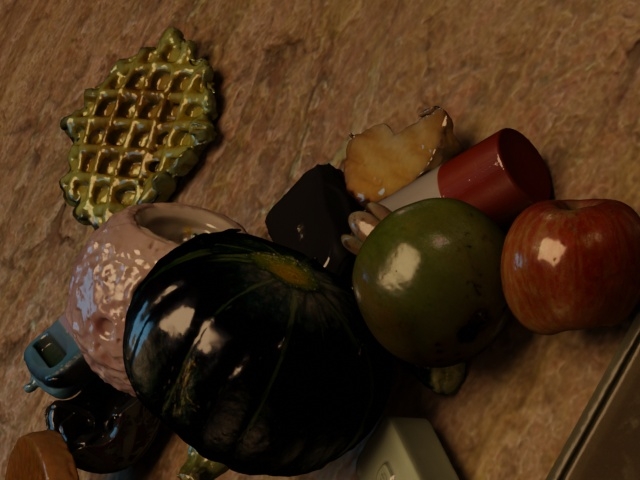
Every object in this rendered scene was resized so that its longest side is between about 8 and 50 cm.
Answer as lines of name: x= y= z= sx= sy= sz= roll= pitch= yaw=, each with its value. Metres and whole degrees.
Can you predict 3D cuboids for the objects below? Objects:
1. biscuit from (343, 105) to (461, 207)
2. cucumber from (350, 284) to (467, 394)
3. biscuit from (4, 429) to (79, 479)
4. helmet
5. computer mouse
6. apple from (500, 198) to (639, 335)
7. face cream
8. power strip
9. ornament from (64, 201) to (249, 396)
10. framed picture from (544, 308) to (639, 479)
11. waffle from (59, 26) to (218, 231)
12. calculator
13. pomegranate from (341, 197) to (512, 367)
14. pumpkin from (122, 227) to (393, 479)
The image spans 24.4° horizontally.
biscuit: x=0.095 y=-0.086 z=1.753 sx=0.183 sy=0.061 sz=0.118 roll=-6 pitch=66 yaw=50
cucumber: x=0.095 y=0.106 z=1.643 sx=0.058 sy=0.058 sz=0.187 roll=-55 pitch=40 yaw=9
biscuit: x=-0.346 y=0.443 z=1.847 sx=0.365 sy=0.062 sz=0.385 roll=-144 pitch=62 yaw=-62
helmet: x=-0.267 y=0.237 z=1.948 sx=0.177 sy=0.107 sz=0.153 roll=-42 pitch=29 yaw=-6
computer mouse: x=0.000 y=0.000 z=1.801 sx=0.122 sy=0.073 sz=0.217 roll=-42 pitch=35 yaw=21
apple: x=0.247 y=0.026 z=1.438 sx=0.146 sy=0.146 sz=0.131 roll=5 pitch=99 yaw=51
face cream: x=0.143 y=-0.035 z=1.636 sx=0.214 sy=0.096 sz=0.096 roll=-31 pitch=47 yaw=34
power strip: x=0.123 y=0.315 z=1.462 sx=0.091 sy=0.062 sz=0.385 roll=-62 pitch=34 yaw=28
ornament: x=-0.183 y=0.082 z=1.822 sx=0.259 sy=0.259 sz=0.225 roll=42 pitch=123 yaw=52
framed picture: x=0.371 y=0.242 z=1.259 sx=0.446 sy=0.028 sz=0.326 roll=33 pitch=95 yaw=53
waffle: x=-0.270 y=-0.159 z=2.216 sx=0.317 sy=0.073 sz=0.297 roll=-40 pitch=48 yaw=17
calculator: x=-0.288 y=0.106 z=2.009 sx=0.293 sy=0.051 sz=0.173 roll=-42 pitch=25 yaw=-10
pomegranate: x=0.104 y=0.027 z=1.527 sx=0.210 sy=0.179 sz=0.179 roll=46 pitch=108 yaw=15
pumpkin: x=-0.075 y=0.143 z=1.595 sx=0.296 sy=0.296 sz=0.296 roll=-27 pitch=50 yaw=37
